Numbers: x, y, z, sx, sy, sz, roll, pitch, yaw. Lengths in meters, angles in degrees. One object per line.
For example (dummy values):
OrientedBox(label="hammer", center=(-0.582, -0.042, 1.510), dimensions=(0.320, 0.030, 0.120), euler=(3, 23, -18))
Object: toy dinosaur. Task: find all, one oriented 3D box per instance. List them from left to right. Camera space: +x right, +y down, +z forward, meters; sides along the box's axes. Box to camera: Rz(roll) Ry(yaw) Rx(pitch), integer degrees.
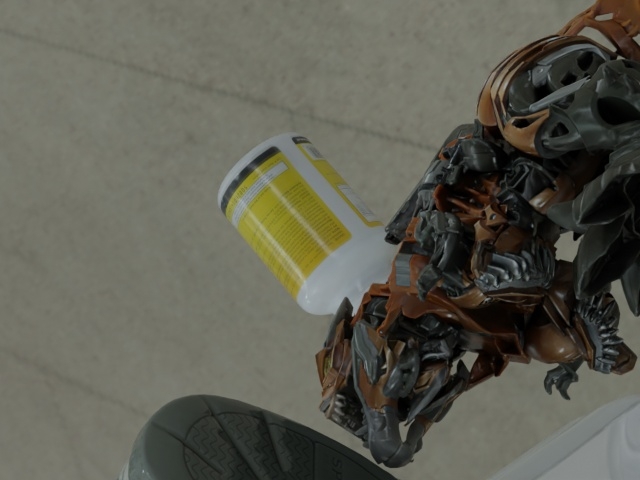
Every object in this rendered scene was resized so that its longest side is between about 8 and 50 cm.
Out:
OrientedBox(label="toy dinosaur", center=(0.118, -0.033, 0.608), dimensions=(0.218, 0.164, 0.322), euler=(42, 116, 58))

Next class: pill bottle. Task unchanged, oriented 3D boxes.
OrientedBox(label="pill bottle", center=(0.000, 0.000, 1.209), dimensions=(0.184, 0.103, 0.103), euler=(50, 146, 18))

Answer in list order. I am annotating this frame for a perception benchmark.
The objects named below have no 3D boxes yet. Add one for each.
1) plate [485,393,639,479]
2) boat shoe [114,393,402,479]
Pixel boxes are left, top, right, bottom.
OrientedBox(label="plate", center=(0.214, 0.278, 1.387), dimensions=(0.045, 0.278, 0.277), euler=(51, 168, 33))
OrientedBox(label="boat shoe", center=(0.043, 0.183, 0.616), dimensions=(0.320, 0.118, 0.103), euler=(28, 119, -15))
